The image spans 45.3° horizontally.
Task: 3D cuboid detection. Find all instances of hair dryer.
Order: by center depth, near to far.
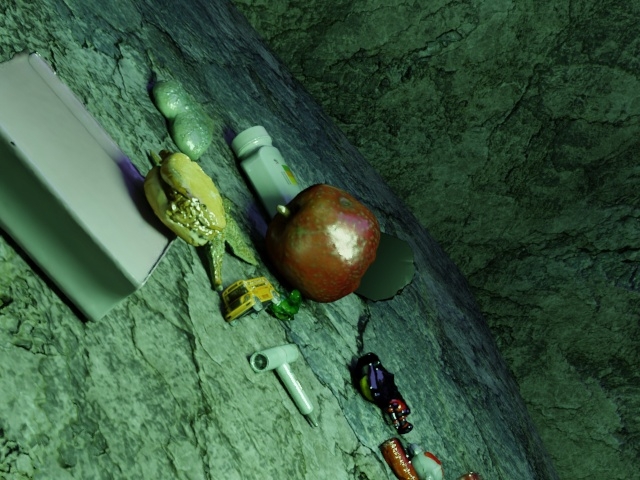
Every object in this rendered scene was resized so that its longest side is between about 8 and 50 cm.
[{"bbox_3d":[-0.055,0.289,1.482,0.183,0.044,0.155,62,18,12],"label":"hair dryer"}]

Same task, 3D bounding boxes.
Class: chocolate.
[{"bbox_3d":[0.177,0.094,2.367,0.224,0.206,0.177,22,-9,8],"label":"chocolate"}]

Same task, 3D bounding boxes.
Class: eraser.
[{"bbox_3d":[-0.380,-0.089,1.131,0.359,0.122,0.272,50,18,-16],"label":"eraser"}]

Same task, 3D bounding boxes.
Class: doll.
[{"bbox_3d":[0.249,0.536,1.813,0.102,0.075,0.227,54,3,1],"label":"doll"},{"bbox_3d":[0.152,0.369,1.877,0.248,0.088,0.127,57,-8,-32],"label":"doll"}]

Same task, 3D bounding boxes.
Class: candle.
[{"bbox_3d":[0.188,0.522,1.737,0.162,0.053,0.048,61,-29,1],"label":"candle"}]

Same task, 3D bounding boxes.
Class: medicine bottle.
[{"bbox_3d":[-0.126,-0.160,2.063,0.296,0.111,0.161,59,15,15],"label":"medicine bottle"}]

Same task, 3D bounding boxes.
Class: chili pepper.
[{"bbox_3d":[-0.079,0.139,1.695,0.073,0.050,0.182,52,11,19],"label":"chili pepper"}]

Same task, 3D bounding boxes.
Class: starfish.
[{"bbox_3d":[-0.238,-0.063,1.605,0.347,0.078,0.358,49,16,-12],"label":"starfish"}]

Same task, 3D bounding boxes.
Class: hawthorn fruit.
[{"bbox_3d":[0.000,0.000,1.811,0.300,0.275,0.275,37,22,-30],"label":"hawthorn fruit"}]

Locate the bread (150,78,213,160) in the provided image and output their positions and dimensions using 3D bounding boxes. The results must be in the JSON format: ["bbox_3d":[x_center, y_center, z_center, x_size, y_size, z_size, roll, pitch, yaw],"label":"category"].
[{"bbox_3d":[-0.316,-0.287,1.840,0.232,0.064,0.172,62,18,18],"label":"bread"}]

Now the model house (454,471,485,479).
[{"bbox_3d":[0.301,0.636,1.543,0.160,0.196,0.254,45,19,-41],"label":"model house"}]

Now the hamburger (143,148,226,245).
[{"bbox_3d":[-0.213,-0.067,1.206,0.138,0.083,0.147,50,12,-41],"label":"hamburger"}]

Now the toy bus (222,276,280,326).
[{"bbox_3d":[-0.142,0.116,1.516,0.074,0.069,0.162,57,14,7],"label":"toy bus"}]
